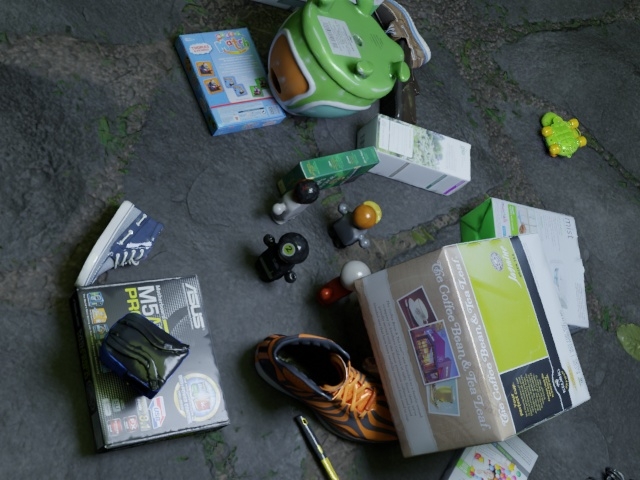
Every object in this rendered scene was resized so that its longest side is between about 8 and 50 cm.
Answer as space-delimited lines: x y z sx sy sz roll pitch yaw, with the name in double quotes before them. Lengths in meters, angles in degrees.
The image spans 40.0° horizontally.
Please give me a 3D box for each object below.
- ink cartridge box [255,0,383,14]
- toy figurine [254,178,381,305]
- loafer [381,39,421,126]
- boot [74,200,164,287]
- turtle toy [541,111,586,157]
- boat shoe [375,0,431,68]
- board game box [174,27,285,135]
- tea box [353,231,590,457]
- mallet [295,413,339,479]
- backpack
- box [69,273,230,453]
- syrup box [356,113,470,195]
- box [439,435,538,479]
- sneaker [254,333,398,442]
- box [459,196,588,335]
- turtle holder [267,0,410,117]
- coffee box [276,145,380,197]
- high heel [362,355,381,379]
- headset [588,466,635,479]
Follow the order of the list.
"ink cartridge box" -0.001 -0.585 1.881 0.289 0.211 0.121 8 66 -24
"toy figurine" 0.000 0.000 1.657 0.213 0.148 0.209 25 59 -17
"loafer" 0.180 -0.340 1.959 0.078 0.080 0.220 15 69 -30
"boot" -0.342 0.020 1.508 0.086 0.069 0.190 32 55 -10
"turtle toy" 0.580 -0.257 2.139 0.095 0.066 0.130 -16 73 -9
"boat shoe" 0.179 -0.476 2.017 0.066 0.066 0.183 -39 90 -34
"board game box" -0.181 -0.322 1.767 0.160 0.039 0.211 -16 78 -33
"tea box" 0.275 0.180 1.579 0.323 0.220 0.329 -5 77 -48
"mallet" 0.017 0.393 1.565 0.062 0.039 0.189 -14 72 -33
"backpack" -0.286 0.181 1.376 0.120 0.101 0.098 39 54 -4
"box" -0.286 0.200 1.466 0.216 0.060 0.270 -5 71 -30
"syrup box" 0.201 -0.180 1.879 0.237 0.096 0.093 15 64 -23
"box" 0.328 0.446 1.708 0.145 0.038 0.186 43 56 -5
"sneaker" 0.038 0.265 1.530 0.321 0.180 0.124 28 74 -12
"box" 0.437 0.065 1.882 0.231 0.127 0.262 10 64 -25
"turtle holder" 0.031 -0.371 1.786 0.243 0.227 0.320 50 37 -9
"coffee box" 0.015 -0.135 1.750 0.184 0.113 0.040 -16 80 -34
"high heel" 0.166 0.177 1.703 0.261 0.093 0.186 6 67 -38
"headset" 0.566 0.564 1.668 0.185 0.243 0.394 56 25 -7
